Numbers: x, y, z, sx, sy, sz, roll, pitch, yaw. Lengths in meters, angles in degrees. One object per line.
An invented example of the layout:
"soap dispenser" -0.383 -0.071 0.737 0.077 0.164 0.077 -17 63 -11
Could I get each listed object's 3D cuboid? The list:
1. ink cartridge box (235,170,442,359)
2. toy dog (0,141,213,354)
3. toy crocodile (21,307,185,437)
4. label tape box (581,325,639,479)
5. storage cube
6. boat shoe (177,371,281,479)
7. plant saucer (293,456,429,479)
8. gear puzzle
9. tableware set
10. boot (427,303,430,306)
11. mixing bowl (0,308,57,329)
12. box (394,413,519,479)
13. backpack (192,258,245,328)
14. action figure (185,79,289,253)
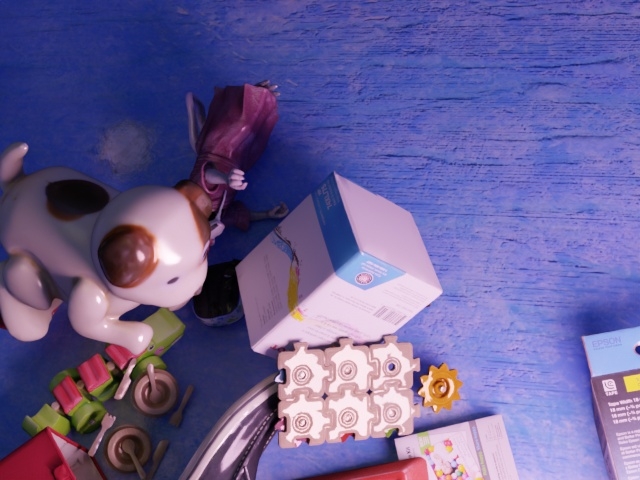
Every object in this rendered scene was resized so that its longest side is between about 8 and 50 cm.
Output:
"ink cartridge box" 0.023 0.067 1.670 0.270 0.198 0.197 -43 42 25
"toy dog" -0.356 -0.003 1.713 0.407 0.396 0.284 3 25 39
"toy crocodile" -0.396 0.246 1.811 0.340 0.105 0.115 -38 62 -8
"label tape box" 0.566 0.300 1.552 0.240 0.106 0.334 -11 61 7
"storage cube" -0.462 0.466 1.672 0.193 0.184 0.215 -36 62 -5
"boat shoe" -0.167 0.441 1.615 0.156 0.187 0.500 30 68 12
"plant saucer" 0.059 0.492 1.587 0.258 0.048 0.259 -15 61 17
"gear puzzle" 0.083 0.245 1.654 0.338 0.044 0.176 -2 94 -18
"tableware set" -0.315 0.321 1.748 0.128 0.039 0.194 27 76 -12
"boot" 0.172 0.059 1.811 0.106 0.037 0.114 19 65 19
"mixing bowl" -0.565 0.109 1.905 0.181 0.098 0.181 -37 26 22
"box" 0.228 0.380 1.633 0.186 0.038 0.145 -15 61 7
"backpack" -0.185 0.107 1.841 0.105 0.084 0.114 -11 57 9
"action figure" -0.205 -0.138 1.878 0.275 0.248 0.370 12 65 20
